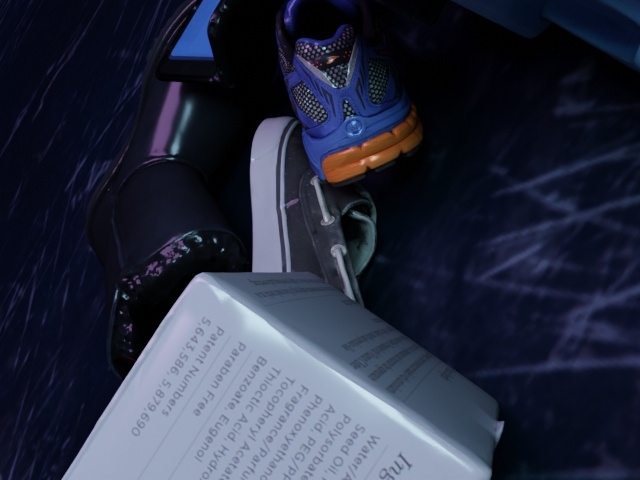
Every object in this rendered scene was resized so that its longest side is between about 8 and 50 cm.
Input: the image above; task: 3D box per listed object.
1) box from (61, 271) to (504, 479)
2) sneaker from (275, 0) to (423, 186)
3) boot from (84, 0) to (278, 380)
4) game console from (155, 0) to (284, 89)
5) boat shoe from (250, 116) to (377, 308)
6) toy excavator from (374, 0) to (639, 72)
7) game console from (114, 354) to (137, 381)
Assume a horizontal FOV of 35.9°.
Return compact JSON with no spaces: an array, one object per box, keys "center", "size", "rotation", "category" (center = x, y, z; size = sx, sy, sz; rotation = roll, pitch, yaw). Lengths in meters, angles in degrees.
[{"center":[-0.024,0.116,0.399],"size":[0.119,0.181,0.182],"rotation":[34,94,10],"category":"box"},{"center":[0.011,-0.118,0.597],"size":[0.083,0.087,0.221],"rotation":[-21,29,1],"category":"sneaker"},{"center":[-0.082,-0.041,0.681],"size":[0.246,0.094,0.207],"rotation":[-58,30,15],"category":"boot"},{"center":[-0.061,-0.165,0.634],"size":[0.071,0.107,0.122],"rotation":[23,73,10],"category":"game console"},{"center":[0.000,0.000,0.582],"size":[0.070,0.077,0.219],"rotation":[-12,43,7],"category":"boat shoe"},{"center":[0.155,-0.131,0.340],"size":[0.445,0.433,0.222],"rotation":[32,106,14],"category":"toy excavator"},{"center":[-0.087,0.148,0.559],"size":[0.144,0.085,0.124],"rotation":[9,67,54],"category":"game console"}]
